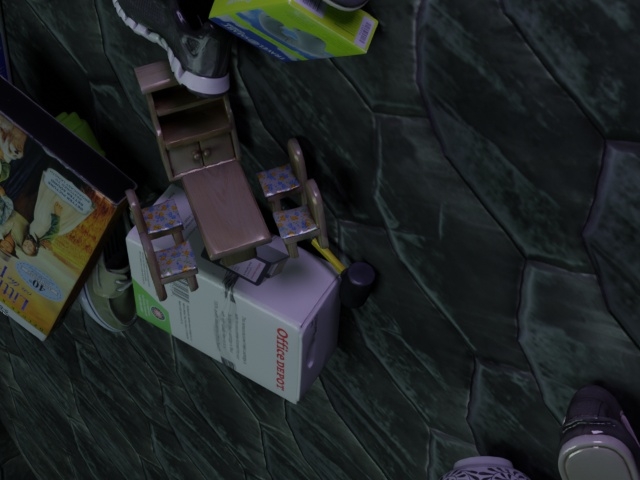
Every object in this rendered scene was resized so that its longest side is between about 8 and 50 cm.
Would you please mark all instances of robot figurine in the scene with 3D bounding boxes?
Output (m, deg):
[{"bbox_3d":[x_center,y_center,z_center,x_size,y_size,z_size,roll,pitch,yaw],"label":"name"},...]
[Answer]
[{"bbox_3d":[-0.372,-0.139,2.105,0.101,0.067,0.115,4,129,40],"label":"robot figurine"}]

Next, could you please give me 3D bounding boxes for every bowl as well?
[{"bbox_3d":[0.205,0.318,1.715,0.170,0.080,0.170,1,154,1],"label":"bowl"}]

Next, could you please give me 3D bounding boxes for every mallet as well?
[{"bbox_3d":[0.000,0.000,1.729,0.189,0.039,0.062,51,151,12],"label":"mallet"}]

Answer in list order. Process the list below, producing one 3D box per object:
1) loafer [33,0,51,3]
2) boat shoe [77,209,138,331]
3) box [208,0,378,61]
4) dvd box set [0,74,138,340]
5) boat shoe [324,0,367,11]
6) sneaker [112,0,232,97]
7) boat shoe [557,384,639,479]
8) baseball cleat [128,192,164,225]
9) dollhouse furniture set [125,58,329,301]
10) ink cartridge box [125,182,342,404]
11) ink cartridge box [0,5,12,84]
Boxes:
[{"bbox_3d":[-0.392,-0.427,1.772,0.087,0.094,0.251,-12,126,35],"label":"loafer"},{"bbox_3d":[-0.347,0.039,2.250,0.094,0.109,0.302,25,141,38],"label":"boat shoe"},{"bbox_3d":[-0.036,-0.230,1.431,0.109,0.042,0.178,27,167,-32],"label":"box"},{"bbox_3d":[-0.483,-0.049,2.163,0.308,0.062,0.420,39,138,1],"label":"dvd box set"},{"bbox_3d":[-0.005,-0.313,1.293,0.206,0.075,0.065,62,156,-9],"label":"boat shoe"},{"bbox_3d":[-0.168,-0.272,1.610,0.234,0.078,0.106,49,135,34],"label":"sneaker"},{"bbox_3d":[0.335,0.298,1.525,0.112,0.095,0.335,-8,129,19],"label":"boat shoe"},{"bbox_3d":[-0.204,-0.013,1.993,0.206,0.072,0.109,12,137,56],"label":"baseball cleat"},{"bbox_3d":[-0.129,-0.087,1.631,0.161,0.212,0.242,81,168,-48],"label":"dollhouse furniture set"},{"bbox_3d":[-0.113,0.073,1.846,0.273,0.114,0.198,27,148,16],"label":"ink cartridge box"},{"bbox_3d":[-0.572,-0.249,2.177,0.065,0.165,0.332,42,151,22],"label":"ink cartridge box"}]
